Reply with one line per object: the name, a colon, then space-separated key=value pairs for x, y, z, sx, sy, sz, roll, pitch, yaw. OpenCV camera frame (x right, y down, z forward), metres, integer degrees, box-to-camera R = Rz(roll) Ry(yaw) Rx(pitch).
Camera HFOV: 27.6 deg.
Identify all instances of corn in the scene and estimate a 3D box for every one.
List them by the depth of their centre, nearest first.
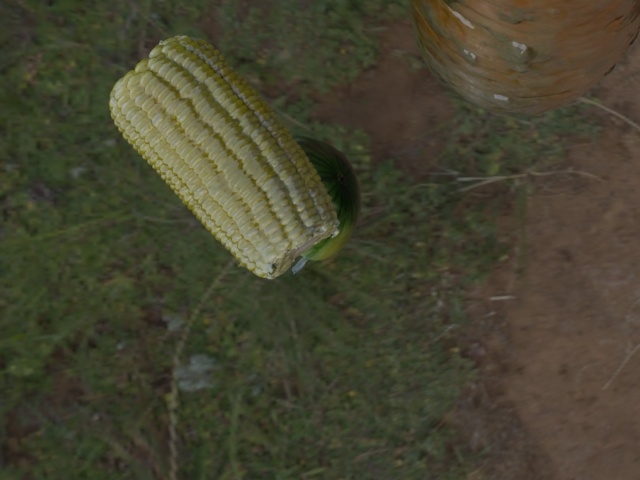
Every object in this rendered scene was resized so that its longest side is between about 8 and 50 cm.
corn: x=-0.061 y=-0.052 z=0.831 sx=0.085 sy=0.063 sz=0.165 roll=-37 pitch=81 yaw=-9

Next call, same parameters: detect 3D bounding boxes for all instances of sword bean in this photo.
sword bean: x=0.000 y=0.000 z=1.107 sx=0.012 sy=0.012 sz=0.083 roll=49 pitch=125 yaw=18

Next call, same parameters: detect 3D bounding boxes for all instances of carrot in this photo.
carrot: x=0.106 y=-0.150 z=0.612 sx=0.138 sy=0.302 sz=0.139 roll=0 pitch=83 yaw=0

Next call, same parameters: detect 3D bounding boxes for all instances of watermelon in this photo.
watermelon: x=-0.006 y=-0.040 z=1.009 sx=0.062 sy=0.105 sz=0.105 roll=-32 pitch=77 yaw=31
